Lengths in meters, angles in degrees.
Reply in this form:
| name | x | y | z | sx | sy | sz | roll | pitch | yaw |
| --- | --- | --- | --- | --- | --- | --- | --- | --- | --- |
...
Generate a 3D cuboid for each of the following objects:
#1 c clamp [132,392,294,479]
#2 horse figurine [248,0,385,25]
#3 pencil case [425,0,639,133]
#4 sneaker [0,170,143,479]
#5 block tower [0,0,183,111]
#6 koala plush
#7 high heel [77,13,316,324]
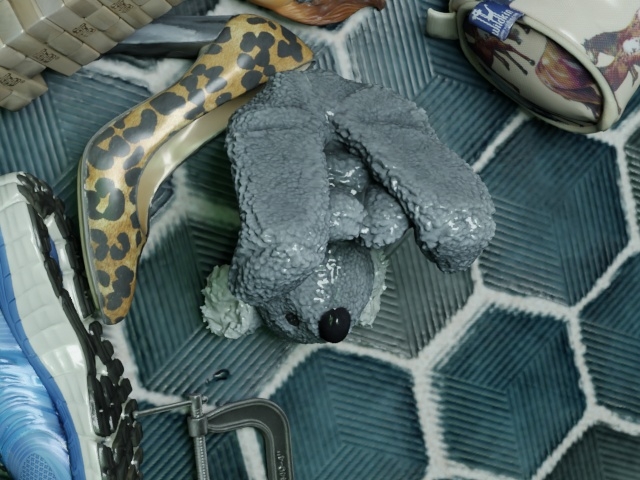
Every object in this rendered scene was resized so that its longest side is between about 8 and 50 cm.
| name | x | y | z | sx | sy | sz | roll | pitch | yaw |
| --- | --- | --- | --- | --- | --- | --- | --- | --- | --- |
| c clamp | -0.086 | 0.205 | 0.794 | 0.137 | 0.022 | 0.161 | -14 | 99 | -27 |
| horse figurine | -0.055 | -0.270 | 0.746 | 0.263 | 0.066 | 0.174 | 45 | 78 | -10 |
| pencil case | 0.269 | -0.304 | 0.769 | 0.183 | 0.160 | 0.410 | 33 | 87 | 4 |
| sneaker | -0.240 | 0.120 | 0.719 | 0.147 | 0.130 | 0.330 | -16 | 95 | 3 |
| block tower | -0.144 | -0.220 | 0.661 | 0.335 | 0.097 | 0.091 | -32 | 80 | 8 |
| koala plush | 0.000 | 0.000 | 0.727 | 0.196 | 0.203 | 0.221 | -9 | 139 | -18 |
| high heel | -0.097 | -0.060 | 0.734 | 0.186 | 0.093 | 0.261 | 2 | 85 | -7 |
